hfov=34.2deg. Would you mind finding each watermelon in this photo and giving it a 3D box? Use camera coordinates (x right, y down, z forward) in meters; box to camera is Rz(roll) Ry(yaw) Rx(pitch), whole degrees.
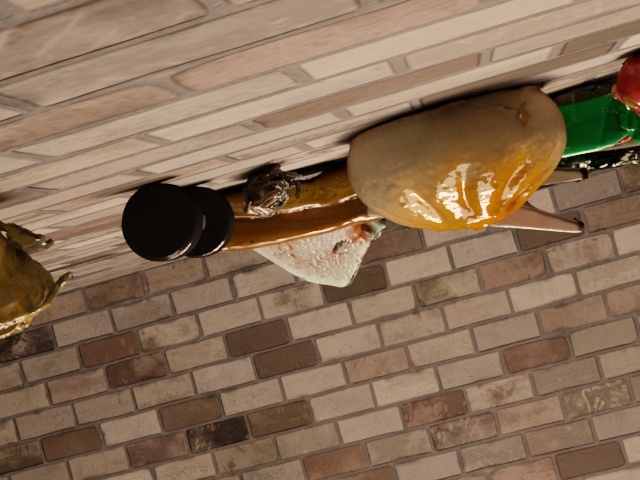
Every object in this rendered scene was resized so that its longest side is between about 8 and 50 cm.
[{"bbox_3d":[0.000,0.000,2.041,0.290,0.213,0.320,-13,-170,-17],"label":"watermelon"}]

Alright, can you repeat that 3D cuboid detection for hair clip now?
[{"bbox_3d":[0.234,-0.068,1.575,0.331,0.101,0.085,3,-173,2],"label":"hair clip"}]

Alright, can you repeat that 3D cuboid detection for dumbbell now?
[{"bbox_3d":[-0.182,-0.024,1.358,0.100,0.100,0.191,-16,178,11],"label":"dumbbell"}]

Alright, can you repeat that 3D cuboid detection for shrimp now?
[{"bbox_3d":[-0.070,-0.070,1.467,0.073,0.074,0.190,17,161,-9],"label":"shrimp"}]

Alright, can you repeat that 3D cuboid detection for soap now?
[{"bbox_3d":[0.421,-0.182,1.607,0.218,0.098,0.273,-13,180,25],"label":"soap"}]

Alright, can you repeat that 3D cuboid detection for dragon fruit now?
[{"bbox_3d":[0.411,-0.199,1.288,0.081,0.086,0.116,23,173,6],"label":"dragon fruit"}]

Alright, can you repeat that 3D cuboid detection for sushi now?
[{"bbox_3d":[0.541,-0.196,1.978,0.225,0.124,0.127,-10,179,6],"label":"sushi"}]

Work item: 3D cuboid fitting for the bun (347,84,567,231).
[{"bbox_3d":[0.188,-0.092,1.381,0.299,0.164,0.299,-17,179,0],"label":"bun"}]

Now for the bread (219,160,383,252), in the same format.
[{"bbox_3d":[-0.024,-0.058,1.682,0.380,0.109,0.185,-14,-177,-9],"label":"bread"}]

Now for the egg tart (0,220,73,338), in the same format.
[{"bbox_3d":[-0.388,0.029,1.011,0.297,0.132,0.297,-5,-170,1],"label":"egg tart"}]
